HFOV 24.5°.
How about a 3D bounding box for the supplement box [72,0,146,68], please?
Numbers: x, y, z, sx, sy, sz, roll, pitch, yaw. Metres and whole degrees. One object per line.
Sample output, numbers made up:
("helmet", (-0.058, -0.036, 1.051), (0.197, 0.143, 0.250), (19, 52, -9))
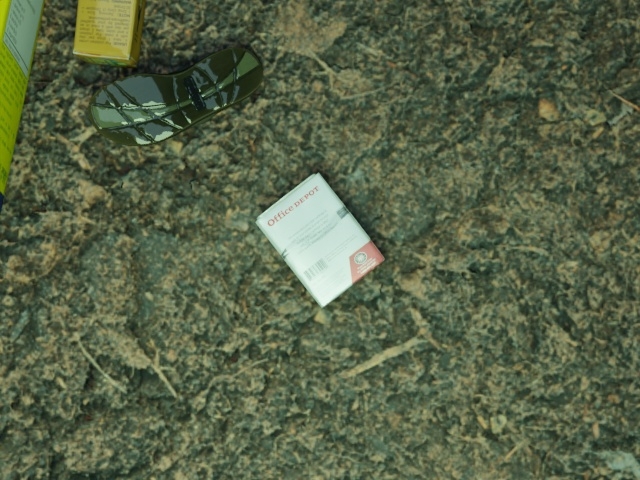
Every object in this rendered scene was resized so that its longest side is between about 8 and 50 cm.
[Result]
("supplement box", (-0.252, -0.334, 1.809), (0.080, 0.078, 0.233), (3, 87, 3))

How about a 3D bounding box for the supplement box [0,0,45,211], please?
("supplement box", (-0.451, -0.230, 1.729), (0.195, 0.194, 0.357), (10, 79, 0))

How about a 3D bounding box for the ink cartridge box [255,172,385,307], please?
("ink cartridge box", (0.000, 0.000, 1.792), (0.099, 0.056, 0.135), (-37, 87, 0))

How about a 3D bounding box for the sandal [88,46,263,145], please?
("sandal", (-0.177, -0.177, 1.812), (0.219, 0.060, 0.090), (-25, 93, -13))
